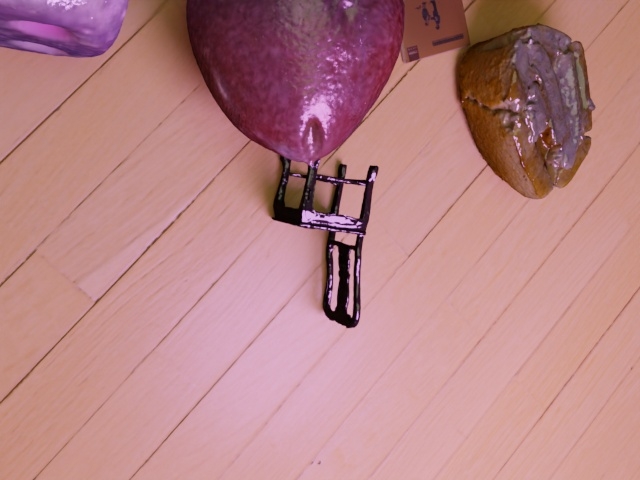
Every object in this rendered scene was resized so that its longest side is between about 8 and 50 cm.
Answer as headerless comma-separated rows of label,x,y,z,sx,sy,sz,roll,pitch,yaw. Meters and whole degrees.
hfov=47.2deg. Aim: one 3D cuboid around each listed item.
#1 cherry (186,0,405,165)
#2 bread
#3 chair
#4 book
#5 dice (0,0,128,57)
cherry,-0.027,-0.243,0.890,0.261,0.221,0.308,-6,92,-8
bread,0.323,-0.196,1.107,0.185,0.124,0.257,-25,107,-19
chair,0.000,0.000,0.999,0.113,0.106,0.229,7,93,-25
book,0.154,-0.358,1.073,0.118,0.012,0.172,-20,104,-19
dice,-0.319,-0.344,0.726,0.270,0.271,0.270,9,92,-24
